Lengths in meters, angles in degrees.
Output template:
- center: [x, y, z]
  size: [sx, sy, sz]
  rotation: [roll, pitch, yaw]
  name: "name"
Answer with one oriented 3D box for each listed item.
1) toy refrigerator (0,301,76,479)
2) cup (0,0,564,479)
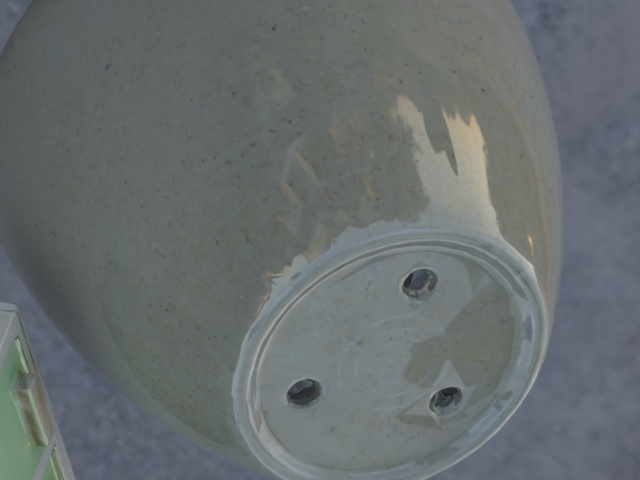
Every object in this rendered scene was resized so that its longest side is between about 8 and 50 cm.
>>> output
- center: [-0.184, 0.154, 1.014]
  size: [0.269, 0.094, 0.102]
  rotation: [82, 17, -47]
  name: "toy refrigerator"
- center: [0.000, 0.000, 1.019]
  size: [0.331, 0.237, 0.331]
  rotation: [-11, 128, -14]
  name: "cup"
